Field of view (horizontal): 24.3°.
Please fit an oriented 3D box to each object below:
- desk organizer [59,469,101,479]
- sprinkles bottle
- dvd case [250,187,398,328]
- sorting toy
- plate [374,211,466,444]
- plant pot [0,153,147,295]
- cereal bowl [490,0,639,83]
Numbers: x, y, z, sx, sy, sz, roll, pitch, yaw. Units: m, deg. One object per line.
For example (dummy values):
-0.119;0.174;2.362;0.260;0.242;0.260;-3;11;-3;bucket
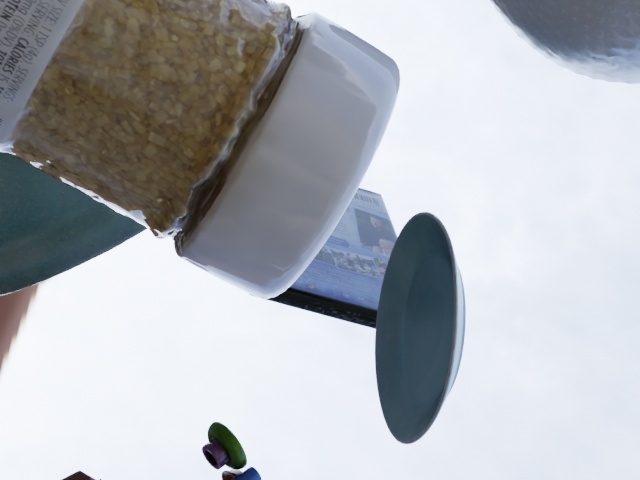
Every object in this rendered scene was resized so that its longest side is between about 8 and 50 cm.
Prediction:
-0.258;0.252;1.347;0.130;0.050;0.047;-43;-159;34;desk organizer
-0.144;-0.108;0.617;0.121;0.355;0.121;-58;-169;18;sprinkles bottle
0.000;0.000;1.458;0.253;0.180;0.022;-106;-144;-57;dvd case
-0.089;0.222;1.388;0.061;0.042;0.102;18;-46;50;sorting toy
0.083;0.071;1.198;0.188;0.024;0.188;-174;-90;-73;plate
-0.187;-0.127;0.995;0.293;0.196;0.293;-25;-157;11;plant pot
0.187;-0.268;1.023;0.339;0.141;0.339;37;-45;51;cereal bowl
